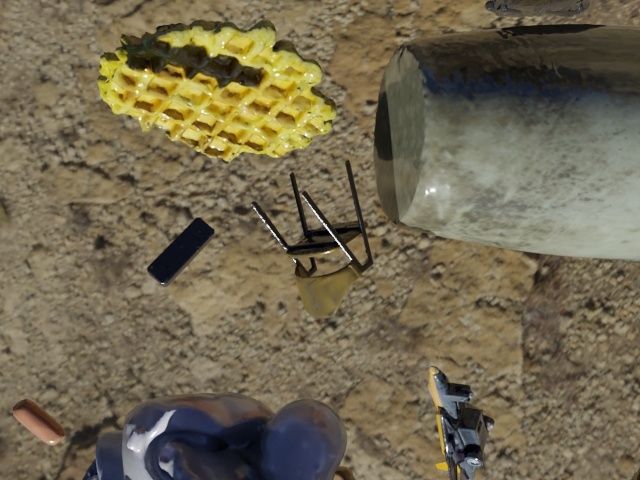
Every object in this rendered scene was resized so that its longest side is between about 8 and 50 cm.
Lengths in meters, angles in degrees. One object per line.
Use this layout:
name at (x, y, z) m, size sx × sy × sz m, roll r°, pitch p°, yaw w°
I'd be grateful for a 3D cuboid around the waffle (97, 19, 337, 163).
waffle at (-0.136, -0.197, 1.219) m, size 0.307 × 0.312 × 0.060 m, roll -9°, pitch 60°, yaw 21°

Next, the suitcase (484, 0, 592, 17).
suitcase at (0.376, -0.547, 1.416) m, size 0.188 × 0.339 × 0.346 m, roll 4°, pitch 91°, yaw 4°

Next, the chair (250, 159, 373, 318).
chair at (0.000, 0.000, 1.694) m, size 0.158 × 0.172 × 0.247 m, roll -7°, pitch 115°, yaw 45°

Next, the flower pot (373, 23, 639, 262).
flower pot at (0.245, -0.119, 1.065) m, size 0.330 × 0.294 × 0.294 m, roll 0°, pitch 112°, yaw -11°

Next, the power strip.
power strip at (-0.199, 0.017, 1.276) m, size 0.038 × 0.111 × 0.029 m, roll 42°, pitch 164°, yaw 6°

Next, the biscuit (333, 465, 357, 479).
biscuit at (0.017, 0.304, 0.957) m, size 0.183 × 0.061 × 0.118 m, roll 44°, pitch 103°, yaw 20°

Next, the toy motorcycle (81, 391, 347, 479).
toy motorcycle at (-0.037, 0.158, 0.457) m, size 0.260 × 0.110 × 0.171 m, roll 32°, pitch 99°, yaw 39°

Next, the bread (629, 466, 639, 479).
bread at (0.527, 0.473, 1.431) m, size 0.149 × 0.274 × 0.274 m, roll 35°, pitch 122°, yaw 28°

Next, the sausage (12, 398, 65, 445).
sausage at (-0.402, 0.260, 1.267) m, size 0.034 × 0.034 × 0.083 m, roll -31°, pitch 111°, yaw 34°

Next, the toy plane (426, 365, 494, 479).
toy plane at (0.249, 0.319, 1.582) m, size 0.102 × 0.204 × 0.316 m, roll 8°, pitch 140°, yaw 21°
